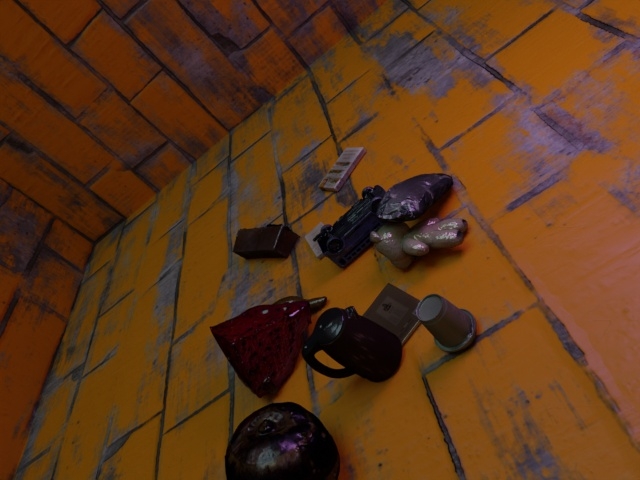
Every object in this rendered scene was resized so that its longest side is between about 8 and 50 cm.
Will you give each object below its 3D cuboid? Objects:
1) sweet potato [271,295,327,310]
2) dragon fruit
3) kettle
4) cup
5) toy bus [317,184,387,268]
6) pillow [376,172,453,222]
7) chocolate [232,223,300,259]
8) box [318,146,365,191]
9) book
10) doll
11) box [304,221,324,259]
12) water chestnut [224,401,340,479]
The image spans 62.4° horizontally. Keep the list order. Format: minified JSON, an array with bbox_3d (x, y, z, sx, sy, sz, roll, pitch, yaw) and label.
[{"bbox_3d":[-0.128,0.258,1.806,0.346,0.079,0.108,-35,61,14],"label":"sweet potato"},{"bbox_3d":[-0.158,0.306,1.648,0.330,0.302,0.240,-34,-12,-3],"label":"dragon fruit"},{"bbox_3d":[0.073,0.277,1.391,0.202,0.232,0.144,-44,34,15],"label":"kettle"},{"bbox_3d":[0.308,0.199,1.305,0.120,0.141,0.120,-30,37,26],"label":"cup"},{"bbox_3d":[0.131,-0.048,1.792,0.292,0.133,0.125,-43,27,9],"label":"toy bus"},{"bbox_3d":[0.296,-0.137,1.634,0.161,0.093,0.335,6,27,35],"label":"pillow"},{"bbox_3d":[-0.233,0.013,2.168,0.321,0.112,0.112,-5,58,46],"label":"chocolate"},{"bbox_3d":[0.089,-0.298,2.209,0.122,0.032,0.220,13,64,53],"label":"box"},{"bbox_3d":[0.214,0.209,1.517,0.138,0.016,0.198,-50,33,-6],"label":"book"},{"bbox_3d":[0.299,0.005,1.576,0.278,0.175,0.150,-9,85,32],"label":"doll"},{"bbox_3d":[0.000,0.000,1.987,0.090,0.024,0.167,-42,32,6],"label":"box"},{"bbox_3d":[-0.090,0.557,1.291,0.300,0.300,0.300,-30,36,24],"label":"water chestnut"}]
